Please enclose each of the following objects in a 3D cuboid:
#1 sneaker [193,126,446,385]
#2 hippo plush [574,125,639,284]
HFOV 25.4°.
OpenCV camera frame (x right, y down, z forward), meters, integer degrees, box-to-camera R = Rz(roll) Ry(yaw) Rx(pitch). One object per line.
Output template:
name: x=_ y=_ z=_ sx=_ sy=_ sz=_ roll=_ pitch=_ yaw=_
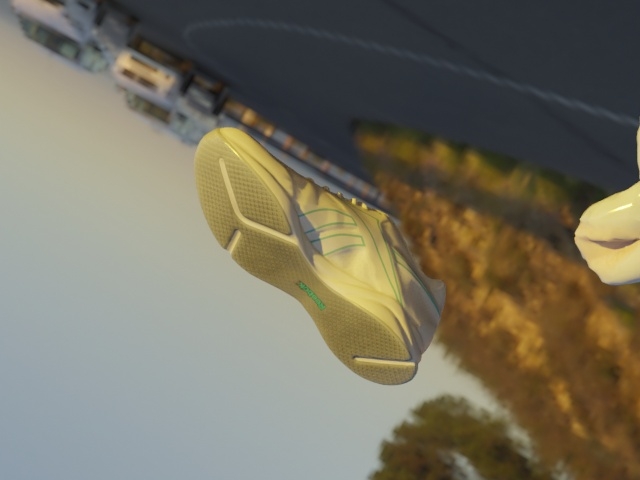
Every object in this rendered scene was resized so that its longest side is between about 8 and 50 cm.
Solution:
sneaker: x=0.000 y=0.000 z=0.691 sx=0.152 sy=0.061 sz=0.054 roll=47 pitch=139 yaw=-10
hippo plush: x=0.228 y=-0.013 z=0.423 sx=0.236 sy=0.234 sz=0.294 roll=28 pitch=-149 yaw=-19
